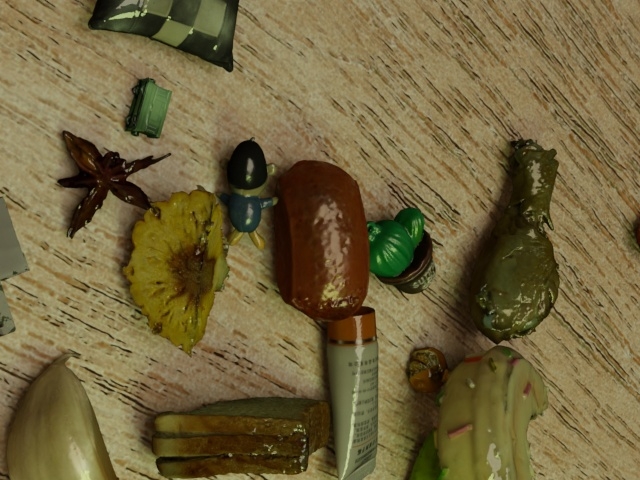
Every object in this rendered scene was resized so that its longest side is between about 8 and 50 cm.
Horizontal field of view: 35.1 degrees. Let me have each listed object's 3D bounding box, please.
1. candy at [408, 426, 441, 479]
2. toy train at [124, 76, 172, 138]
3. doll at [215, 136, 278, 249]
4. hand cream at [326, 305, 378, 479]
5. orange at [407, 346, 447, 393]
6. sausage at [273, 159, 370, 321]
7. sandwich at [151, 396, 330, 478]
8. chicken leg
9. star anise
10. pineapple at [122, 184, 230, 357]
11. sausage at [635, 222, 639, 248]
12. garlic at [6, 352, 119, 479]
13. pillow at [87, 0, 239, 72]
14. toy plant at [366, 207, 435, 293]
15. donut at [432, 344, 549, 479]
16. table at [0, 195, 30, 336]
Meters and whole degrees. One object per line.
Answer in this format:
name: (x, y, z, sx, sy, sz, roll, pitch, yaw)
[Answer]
candy: (0.210, 0.443, 1.869, 0.096, 0.096, 0.210, 22, 74, -33)
toy train: (-0.262, -0.200, 1.542, 0.056, 0.038, 0.093, 19, 82, -36)
doll: (-0.117, -0.079, 1.622, 0.102, 0.089, 0.179, 7, 109, 2)
hand cream: (0.065, 0.272, 1.763, 0.139, 0.089, 0.314, -11, 99, -60)
orange: (0.203, 0.241, 1.870, 0.086, 0.062, 0.086, -4, 96, -37)
sausage: (0.001, 0.000, 1.662, 0.141, 0.153, 0.268, -7, 94, -20)
sandwich: (-0.121, 0.307, 1.622, 0.254, 0.288, 0.100, -4, 88, 10)
chicken leg: (0.381, -0.006, 1.932, 0.201, 0.152, 0.429, 19, 74, -25)
star anise: (-0.308, -0.093, 1.515, 0.140, 0.144, 0.158, -9, 92, 12)
pineapple: (-0.216, 0.026, 1.564, 0.164, 0.139, 0.250, -46, 144, -69)
sausage: (0.814, 0.046, 2.255, 0.348, 0.094, 0.097, 34, 87, -32)
garlic: (-0.368, 0.299, 1.462, 0.164, 0.145, 0.245, -31, 112, -63)
pillow: (-0.221, -0.372, 1.520, 0.249, 0.106, 0.186, 13, 86, -38)
toy plant: (0.138, 0.012, 1.777, 0.143, 0.105, 0.200, -49, 136, -10)
donut: (0.309, 0.361, 1.817, 0.307, 0.150, 0.371, 55, 37, -43)
table: (-0.448, 0.032, 1.363, 0.062, 0.146, 0.175, -22, 105, -31)
